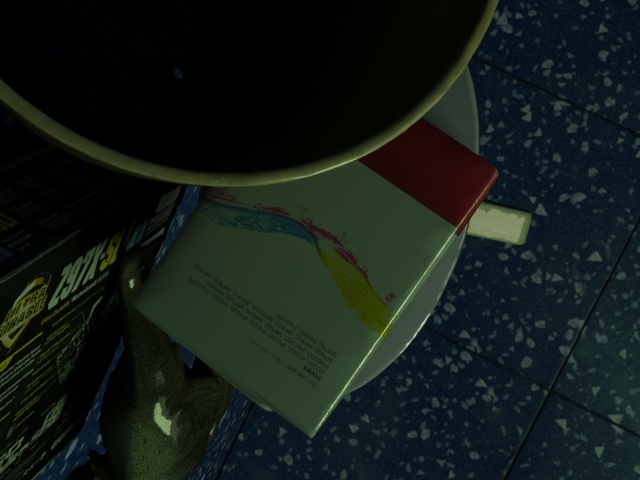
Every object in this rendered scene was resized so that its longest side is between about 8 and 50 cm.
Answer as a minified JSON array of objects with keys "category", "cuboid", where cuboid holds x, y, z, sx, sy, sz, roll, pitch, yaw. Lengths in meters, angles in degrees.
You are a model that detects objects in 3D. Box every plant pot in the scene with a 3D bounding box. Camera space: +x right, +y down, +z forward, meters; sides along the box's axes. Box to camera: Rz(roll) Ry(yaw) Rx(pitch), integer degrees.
[{"category":"plant pot","cuboid":[-0.075,-0.126,0.544,0.237,0.237,0.254,-61,-167,-14]}]

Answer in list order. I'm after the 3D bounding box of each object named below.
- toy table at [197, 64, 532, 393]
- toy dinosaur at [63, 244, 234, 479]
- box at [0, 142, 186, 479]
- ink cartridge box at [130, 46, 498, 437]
[{"category":"toy table","cuboid":[0.020,-0.034,0.824,0.274,0.252,0.161,-64,172,7]},{"category":"toy dinosaur","cuboid":[-0.111,0.119,0.837,0.313,0.121,0.160,119,-12,-54]},{"category":"box","cuboid":[-0.202,0.069,0.747,0.257,0.079,0.322,-66,175,20]},{"category":"ink cartridge box","cuboid":[0.000,0.000,0.678,0.176,0.127,0.128,-55,176,4]}]
